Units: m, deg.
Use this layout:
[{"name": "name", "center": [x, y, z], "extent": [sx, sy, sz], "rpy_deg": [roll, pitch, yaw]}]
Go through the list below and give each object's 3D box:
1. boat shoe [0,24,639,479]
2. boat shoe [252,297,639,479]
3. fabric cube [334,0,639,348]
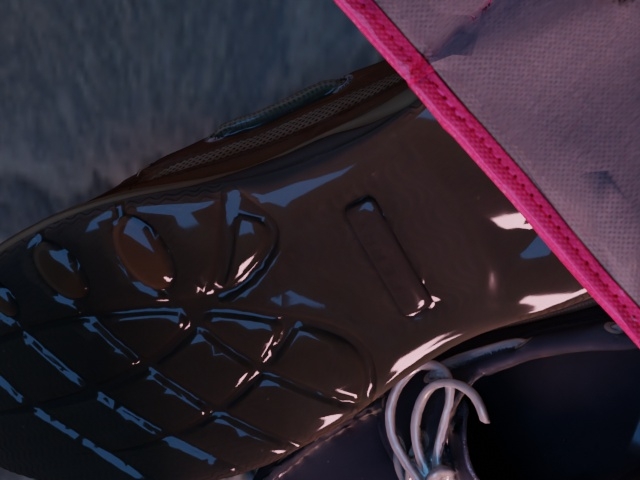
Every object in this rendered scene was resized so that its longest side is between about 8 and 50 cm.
[{"name": "boat shoe", "center": [0.000, 0.000, 0.677], "extent": [0.324, 0.120, 0.122], "rpy_deg": [-20, 108, 16]}, {"name": "boat shoe", "center": [0.072, 0.082, 0.686], "extent": [0.255, 0.079, 0.095], "rpy_deg": [-19, 95, 22]}, {"name": "fabric cube", "center": [0.141, -0.142, 0.460], "extent": [0.258, 0.254, 0.259], "rpy_deg": [-41, 93, -11]}]
